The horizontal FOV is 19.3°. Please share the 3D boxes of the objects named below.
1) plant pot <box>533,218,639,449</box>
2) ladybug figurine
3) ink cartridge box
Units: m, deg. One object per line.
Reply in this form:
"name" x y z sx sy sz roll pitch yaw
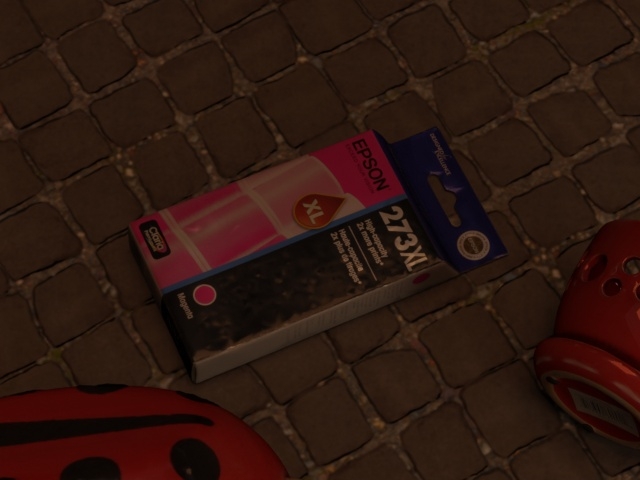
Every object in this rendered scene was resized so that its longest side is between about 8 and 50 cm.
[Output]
"plant pot" 0.318 0.100 1.875 0.191 0.191 0.174 32 69 12
"ladybug figurine" -0.233 0.240 1.730 0.449 0.161 0.305 -7 27 -1
"ink cartridge box" 0.000 0.000 1.981 0.371 0.069 0.175 -21 67 -15
